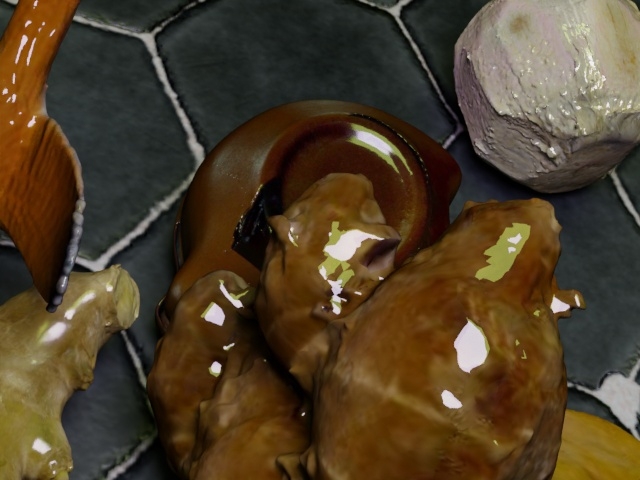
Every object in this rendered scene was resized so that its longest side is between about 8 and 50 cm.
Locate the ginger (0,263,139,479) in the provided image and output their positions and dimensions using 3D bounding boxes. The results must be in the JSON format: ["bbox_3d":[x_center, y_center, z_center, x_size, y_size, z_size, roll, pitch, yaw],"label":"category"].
[{"bbox_3d":[-0.278,0.154,0.963,0.363,0.122,0.348,4,45,-6],"label":"ginger"}]

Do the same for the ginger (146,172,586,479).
[{"bbox_3d":[0.023,0.111,0.962,0.152,0.357,0.274,14,47,-45],"label":"ginger"}]

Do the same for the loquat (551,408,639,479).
[{"bbox_3d":[0.156,0.207,1.048,0.234,0.176,0.187,21,9,14],"label":"loquat"}]

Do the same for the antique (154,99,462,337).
[{"bbox_3d":[0.000,0.000,1.162,0.223,0.129,0.278,46,55,10],"label":"antique"}]

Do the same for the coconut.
[{"bbox_3d":[0.210,-0.148,1.322,0.194,0.194,0.194,10,53,-14],"label":"coconut"}]

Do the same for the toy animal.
[{"bbox_3d":[-0.227,-0.114,1.034,0.225,0.302,0.284,25,78,-6],"label":"toy animal"}]
